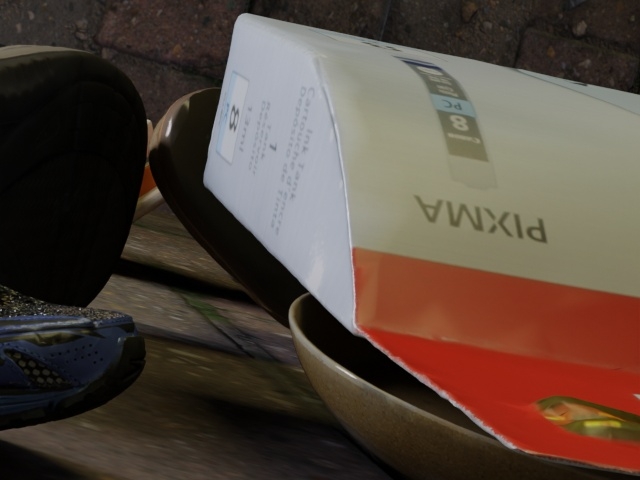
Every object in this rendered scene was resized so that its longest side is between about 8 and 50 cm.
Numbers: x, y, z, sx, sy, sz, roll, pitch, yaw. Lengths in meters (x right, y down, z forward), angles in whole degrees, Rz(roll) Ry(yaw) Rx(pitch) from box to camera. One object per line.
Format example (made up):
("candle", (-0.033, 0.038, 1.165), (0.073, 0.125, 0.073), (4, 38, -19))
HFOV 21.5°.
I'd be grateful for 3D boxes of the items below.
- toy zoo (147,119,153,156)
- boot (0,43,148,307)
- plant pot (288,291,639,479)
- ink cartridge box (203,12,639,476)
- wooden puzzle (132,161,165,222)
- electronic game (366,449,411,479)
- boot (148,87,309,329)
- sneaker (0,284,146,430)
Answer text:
("toy zoo", (-0.268, -0.068, 1.333), (0.293, 0.030, 0.192), (17, 34, 41))
("boot", (-0.265, -0.054, 0.793), (0.284, 0.138, 0.377), (15, 7, 17))
("plant pot", (0.101, 0.064, 0.567), (0.236, 0.032, 0.236), (13, 9, -2))
("ink cartridge box", (0.144, 0.002, 0.623), (0.308, 0.091, 0.385), (10, 9, -17))
("wooden puzzle", (-0.123, -0.057, 1.396), (0.238, 0.044, 0.221), (-28, 6, -4))
("electronic game", (0.116, 0.089, 0.689), (0.229, 0.048, 0.229), (14, 2, 0))
("boot", (-0.028, 0.007, 1.039), (0.115, 0.112, 0.305), (1, -24, 35))
("sneaker", (-0.155, 0.003, 0.501), (0.221, 0.087, 0.083), (15, 2, 11))
